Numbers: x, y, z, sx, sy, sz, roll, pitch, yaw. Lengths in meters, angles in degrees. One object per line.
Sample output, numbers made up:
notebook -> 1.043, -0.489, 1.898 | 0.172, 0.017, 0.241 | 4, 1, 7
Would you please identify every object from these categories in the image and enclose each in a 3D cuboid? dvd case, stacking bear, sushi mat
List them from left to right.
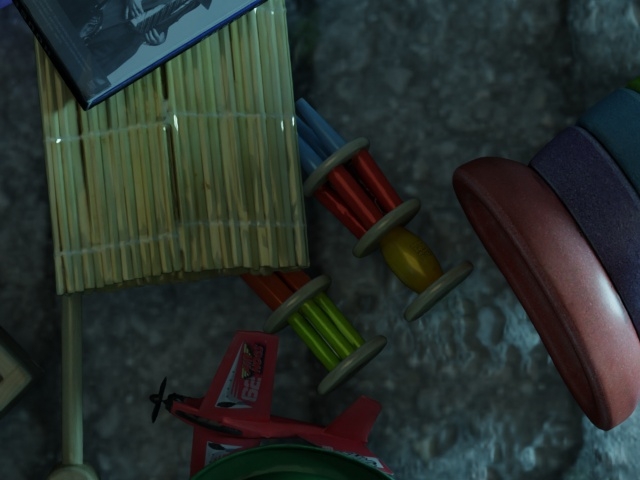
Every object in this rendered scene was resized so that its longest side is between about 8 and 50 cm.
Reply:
sushi mat -> -0.093, -0.131, 1.006 | 0.151, 0.019, 0.316 | -5, 85, -11
dvd case -> -0.083, -0.211, 0.992 | 0.238, 0.029, 0.179 | -33, 92, -14
stacking bear -> 0.242, -0.040, 0.970 | 0.289, 0.164, 0.175 | -30, 82, -1

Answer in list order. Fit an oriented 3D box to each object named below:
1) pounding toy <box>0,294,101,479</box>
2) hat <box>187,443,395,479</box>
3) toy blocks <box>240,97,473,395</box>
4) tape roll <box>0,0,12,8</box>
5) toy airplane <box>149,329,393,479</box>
pounding toy -> -0.212, 0.091, 1.045 | 0.181, 0.094, 0.206 | -45, 90, -4
hat -> -0.025, 0.215, 0.934 | 0.208, 0.183, 0.173 | 17, 99, -4
toy blocks -> 0.000, 0.000, 1.042 | 0.123, 0.054, 0.148 | -40, 80, 4
tape roll -> -0.261, -0.278, 1.083 | 0.274, 0.090, 0.275 | -1, 84, 7
toy airplane -> -0.028, 0.110, 1.022 | 0.151, 0.028, 0.151 | 4, 124, 5
